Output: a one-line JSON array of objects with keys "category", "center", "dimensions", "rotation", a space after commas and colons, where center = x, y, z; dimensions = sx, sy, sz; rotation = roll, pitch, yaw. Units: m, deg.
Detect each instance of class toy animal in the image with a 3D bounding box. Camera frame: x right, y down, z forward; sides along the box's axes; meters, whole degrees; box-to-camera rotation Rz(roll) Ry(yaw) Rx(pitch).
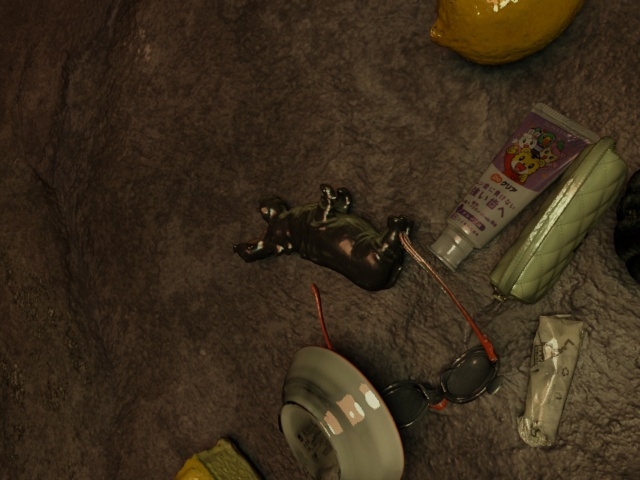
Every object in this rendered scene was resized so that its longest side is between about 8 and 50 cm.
[{"category": "toy animal", "center": [-0.002, -0.017, 0.871], "dimensions": [0.343, 0.106, 0.169], "rotation": [11, 97, 30]}]

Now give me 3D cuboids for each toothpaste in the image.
[{"category": "toothpaste", "center": [0.290, -0.080, 0.768], "dimensions": [0.299, 0.073, 0.114], "rotation": [-49, 58, 6]}]

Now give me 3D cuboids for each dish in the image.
[{"category": "dish", "center": [0.006, 0.305, 0.776], "dimensions": [0.260, 0.085, 0.260], "rotation": [26, 128, 39]}]

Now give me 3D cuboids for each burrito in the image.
[{"category": "burrito", "center": [0.340, 0.207, 0.723], "dimensions": [0.064, 0.064, 0.203], "rotation": [14, 90, 24]}]

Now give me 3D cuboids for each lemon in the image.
[{"category": "lemon", "center": [0.284, -0.367, 0.725], "dimensions": [0.256, 0.188, 0.188], "rotation": [-25, 76, 16]}]

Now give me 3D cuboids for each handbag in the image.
[{"category": "handbag", "center": [0.323, -0.020, 0.661], "dimensions": [0.079, 0.219, 0.256], "rotation": [36, 102, 25]}]

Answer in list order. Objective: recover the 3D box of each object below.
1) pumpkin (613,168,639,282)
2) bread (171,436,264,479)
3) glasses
[{"category": "pumpkin", "center": [0.496, -0.019, 0.616], "dimensions": [0.220, 0.162, 0.221], "rotation": [-8, 74, 31]}, {"category": "bread", "center": [-0.196, 0.599, 0.881], "dimensions": [0.324, 0.143, 0.333], "rotation": [-48, 69, 12]}, {"category": "glasses", "center": [0.116, 0.154, 0.741], "dimensions": [0.234, 0.118, 0.268], "rotation": [-31, 105, 21]}]
